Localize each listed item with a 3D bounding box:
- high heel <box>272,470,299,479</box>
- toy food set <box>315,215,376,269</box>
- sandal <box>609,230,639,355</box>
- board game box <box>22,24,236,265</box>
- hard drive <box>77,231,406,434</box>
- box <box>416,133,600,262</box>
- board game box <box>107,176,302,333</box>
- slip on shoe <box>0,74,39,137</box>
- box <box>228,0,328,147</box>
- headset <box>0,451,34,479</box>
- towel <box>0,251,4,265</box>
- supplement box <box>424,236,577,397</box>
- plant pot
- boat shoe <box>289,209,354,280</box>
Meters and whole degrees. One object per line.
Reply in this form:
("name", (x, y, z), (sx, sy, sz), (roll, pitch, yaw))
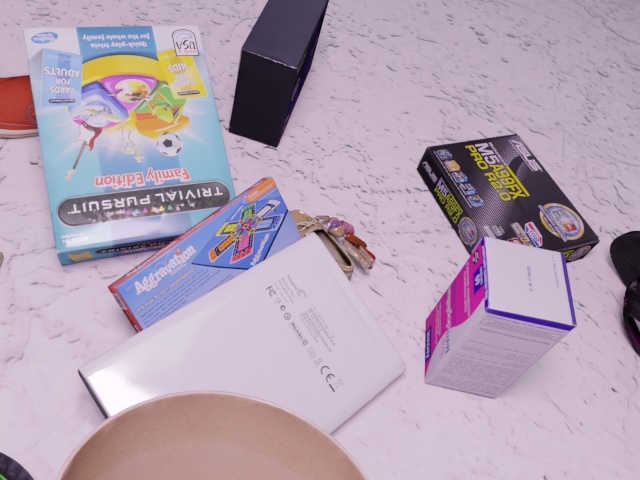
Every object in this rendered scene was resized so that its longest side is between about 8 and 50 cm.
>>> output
("high heel", (0.071, 0.294, 0.659), (0.261, 0.093, 0.186), (-3, 76, -8))
("toy food set", (0.049, -0.004, 0.935), (0.122, 0.019, 0.078), (44, 17, 14))
("sandal", (0.562, 0.170, 0.875), (0.107, 0.167, 0.446), (-19, 59, -6))
("board game box", (-0.278, -0.152, 0.873), (0.253, 0.079, 0.336), (-10, 77, -21))
("hard drive", (-0.080, 0.165, 0.740), (0.353, 0.047, 0.233), (-31, 83, -32))
("box", (0.329, -0.068, 1.051), (0.216, 0.060, 0.270), (-11, 57, -22))
("board game box", (-0.137, 0.041, 0.810), (0.027, 0.145, 0.281), (1, 32, 47))
("slip on shoe", (-0.441, -0.232, 0.949), (0.331, 0.101, 0.123), (2, 54, -12))
("box", (-0.072, -0.329, 1.066), (0.103, 0.184, 0.261), (17, 52, -1))
("headset", (-0.444, 0.337, 0.504), (0.394, 0.185, 0.243), (-13, 41, -35))
("towel", (-0.466, 0.049, 0.787), (0.060, 0.009, 0.083), (3, 52, -11))
("supplement box", (0.228, 0.111, 0.787), (0.114, 0.220, 0.111), (12, 51, -4))
("plant pot", (-0.100, 0.303, 0.518), (0.284, 0.191, 0.284), (16, 23, -7))
("boat shoe", (-0.001, 0.001, 0.919), (0.056, 0.048, 0.153), (-23, 62, -28))
